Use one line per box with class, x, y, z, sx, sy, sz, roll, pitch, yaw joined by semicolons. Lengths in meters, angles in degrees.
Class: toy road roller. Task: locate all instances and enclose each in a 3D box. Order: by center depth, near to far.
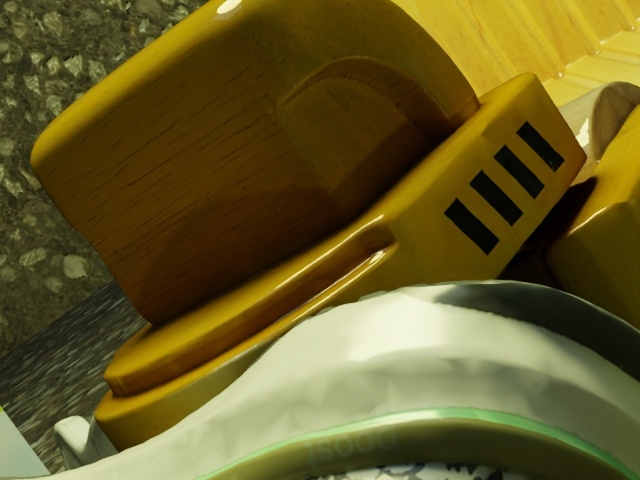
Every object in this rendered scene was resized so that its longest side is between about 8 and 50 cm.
toy road roller;0.033;-0.006;0.615;0.202;0.241;0.329;-27;10;38

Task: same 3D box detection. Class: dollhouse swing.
dollhouse swing;0.170;-0.193;1.122;0.347;0.315;0.305;-33;-3;1

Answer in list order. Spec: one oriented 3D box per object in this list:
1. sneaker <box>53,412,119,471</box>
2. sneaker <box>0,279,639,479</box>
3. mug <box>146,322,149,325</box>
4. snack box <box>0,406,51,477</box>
sneaker;-0.062;0.122;0.815;0.147;0.105;0.296;-19;-8;-21
sneaker;-0.068;0.165;0.440;0.410;0.158;0.182;-35;24;32
mug;-0.058;0.064;1.078;0.157;0.097;0.129;-34;8;0
snack box;-0.272;0.191;0.907;0.207;0.174;0.070;-39;8;-35
